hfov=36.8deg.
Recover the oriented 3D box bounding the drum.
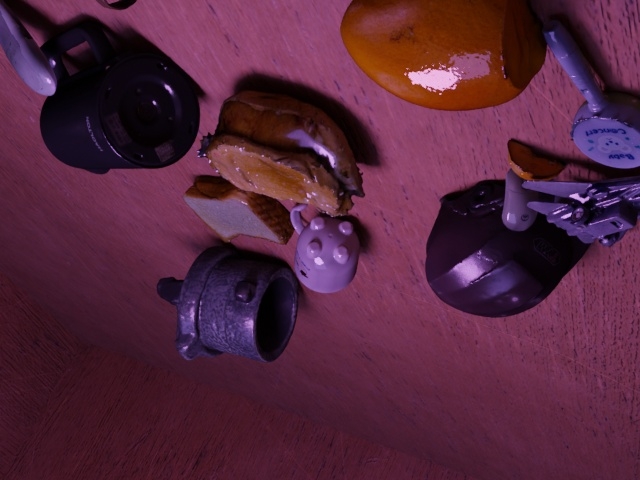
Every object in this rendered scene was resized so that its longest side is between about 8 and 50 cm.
[{"bbox_3d":[0.373,-0.185,1.246,0.130,0.049,0.253,12,153,33],"label":"drum"}]

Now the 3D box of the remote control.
[{"bbox_3d":[-0.570,-0.370,1.778,0.256,0.045,0.097,52,145,9],"label":"remote control"}]

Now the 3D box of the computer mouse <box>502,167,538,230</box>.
[{"bbox_3d":[0.316,-0.068,1.506,0.055,0.110,0.032,-1,-172,-14],"label":"computer mouse"}]

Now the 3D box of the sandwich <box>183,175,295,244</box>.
[{"bbox_3d":[-0.178,-0.065,2.092,0.214,0.065,0.186,5,149,41],"label":"sandwich"}]

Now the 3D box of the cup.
[{"bbox_3d":[0.012,0.002,1.984,0.134,0.174,0.142,-5,155,-6],"label":"cup"}]

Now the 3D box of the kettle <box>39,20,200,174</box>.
[{"bbox_3d":[-0.410,-0.246,1.791,0.262,0.203,0.308,39,158,-32],"label":"kettle"}]

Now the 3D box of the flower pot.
[{"bbox_3d":[-0.234,0.168,2.358,0.282,0.299,0.299,12,153,24],"label":"flower pot"}]

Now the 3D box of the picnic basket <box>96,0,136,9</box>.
[{"bbox_3d":[-0.297,-0.417,1.376,0.137,0.128,0.179,16,138,31],"label":"picnic basket"}]

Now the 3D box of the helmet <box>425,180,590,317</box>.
[{"bbox_3d":[0.299,0.032,1.638,0.225,0.177,0.305,38,157,-20],"label":"helmet"}]

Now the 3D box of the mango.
[{"bbox_3d":[0.142,-0.255,1.238,0.257,0.138,0.187,1,135,36],"label":"mango"}]

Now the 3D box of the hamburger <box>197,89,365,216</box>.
[{"bbox_3d":[-0.069,-0.164,1.669,0.308,0.133,0.211,19,156,17],"label":"hamburger"}]

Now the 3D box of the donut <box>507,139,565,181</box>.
[{"bbox_3d":[0.326,-0.119,1.469,0.083,0.067,0.038,-4,151,-8],"label":"donut"}]

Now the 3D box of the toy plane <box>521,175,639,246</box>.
[{"bbox_3d":[0.444,-0.052,1.401,0.212,0.088,0.267,28,158,-26],"label":"toy plane"}]
